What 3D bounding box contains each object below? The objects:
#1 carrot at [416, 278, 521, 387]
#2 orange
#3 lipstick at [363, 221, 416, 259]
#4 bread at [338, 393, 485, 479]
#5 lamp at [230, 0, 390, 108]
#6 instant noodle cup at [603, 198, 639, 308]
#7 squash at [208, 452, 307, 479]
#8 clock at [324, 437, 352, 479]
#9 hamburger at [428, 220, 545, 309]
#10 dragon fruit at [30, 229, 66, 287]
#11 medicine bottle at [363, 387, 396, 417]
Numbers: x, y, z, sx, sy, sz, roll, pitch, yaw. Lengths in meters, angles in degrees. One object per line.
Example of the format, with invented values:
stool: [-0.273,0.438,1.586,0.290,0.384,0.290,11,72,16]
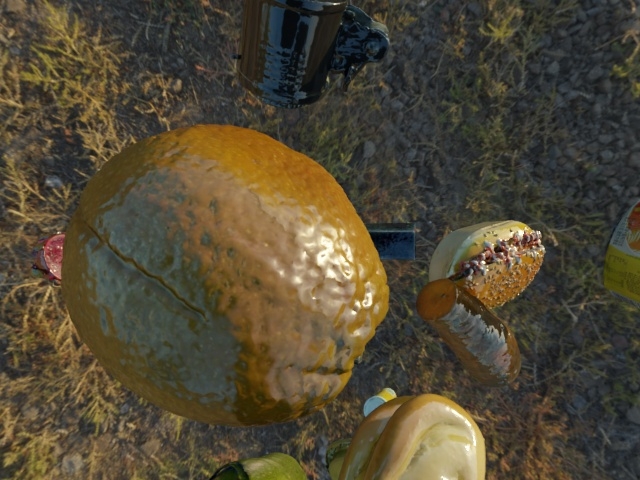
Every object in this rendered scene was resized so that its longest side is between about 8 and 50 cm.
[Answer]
carrot: [0.330,0.203,0.921,0.139,0.138,0.302,-50,122,-5]
orange: [-0.100,0.036,0.499,0.356,0.322,0.322,29,86,20]
lipstick: [0.000,0.000,0.717,0.311,0.051,0.051,0,111,15]
bread: [0.116,0.376,0.616,0.211,0.270,0.316,7,75,21]
lamp: [-0.073,-0.414,0.871,0.373,0.272,0.205,28,42,-18]
instant noodle cup: [0.654,0.041,0.750,0.264,0.200,0.265,-9,109,-28]
squash: [-0.048,0.211,0.332,0.087,0.332,0.087,1,64,-2]
clock: [0.110,0.482,0.841,0.237,0.237,0.057,36,42,-3]
hamburger: [0.400,0.067,1.026,0.295,0.151,0.227,-17,121,-30]
dragon fruit: [-0.538,0.044,0.878,0.068,0.112,0.127,-23,80,15]
medicine bottle: [0.186,0.490,1.288,0.073,0.218,0.074,-3,78,17]
